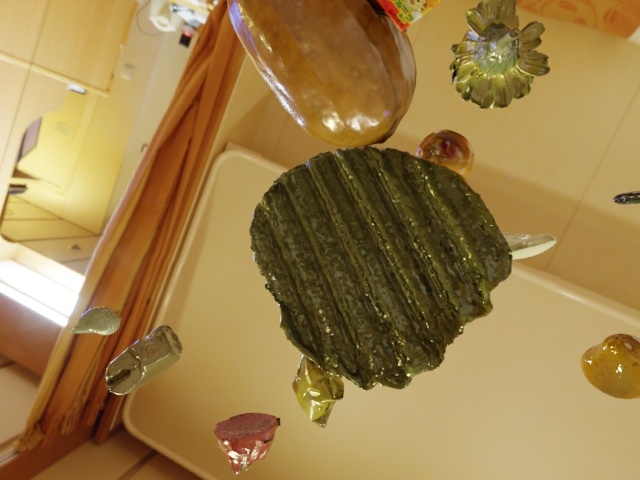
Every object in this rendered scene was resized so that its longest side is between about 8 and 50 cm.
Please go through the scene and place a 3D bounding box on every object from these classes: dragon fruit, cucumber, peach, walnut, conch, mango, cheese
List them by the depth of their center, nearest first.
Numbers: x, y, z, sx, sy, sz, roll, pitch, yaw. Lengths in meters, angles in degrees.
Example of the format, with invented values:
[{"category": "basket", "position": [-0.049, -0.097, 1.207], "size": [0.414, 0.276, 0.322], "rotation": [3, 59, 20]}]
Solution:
[{"category": "walnut", "position": [-0.002, -0.279, 0.596], "size": [0.336, 0.209, 0.209], "rotation": [45, -179, -17]}, {"category": "mango", "position": [0.542, 0.227, 0.775], "size": [0.115, 0.090, 0.178], "rotation": [31, 157, 22]}, {"category": "conch", "position": [-0.438, 0.158, 0.848], "size": [0.086, 0.056, 0.076], "rotation": [12, 154, -32]}, {"category": "dragon fruit", "position": [-0.162, 0.470, 0.993], "size": [0.153, 0.110, 0.153], "rotation": [-4, -178, 0]}, {"category": "cucumber", "position": [0.737, -0.099, 0.994], "size": [0.032, 0.032, 0.133], "rotation": [20, 173, -17]}, {"category": "peach", "position": [0.307, -0.199, 1.053], "size": [0.138, 0.138, 0.138], "rotation": [22, -172, -3]}, {"category": "cheese", "position": [-0.457, 0.316, 1.129], "size": [0.091, 0.203, 0.175], "rotation": [48, 160, 12]}]

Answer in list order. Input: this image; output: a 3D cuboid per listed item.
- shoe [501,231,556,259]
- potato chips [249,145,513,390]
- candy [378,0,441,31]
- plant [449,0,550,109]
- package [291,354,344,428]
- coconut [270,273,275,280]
[{"category": "shoe", "position": [0.597, 0.005, 1.386], "size": [0.265, 0.110, 0.095], "rotation": [-20, 151, 20]}, {"category": "potato chips", "position": [0.067, 0.005, 0.676], "size": [0.070, 0.359, 0.428], "rotation": [40, -160, -56]}, {"category": "candy", "position": [0.114, -0.285, 0.463], "size": [0.062, 0.038, 0.122], "rotation": [45, 156, -17]}, {"category": "plant", "position": [0.484, -0.527, 1.246], "size": [0.297, 0.261, 0.305], "rotation": [-38, -81, -44]}, {"category": "package", "position": [-0.011, 0.368, 1.101], "size": [0.090, 0.226, 0.168], "rotation": [-16, -124, -31]}, {"category": "coconut", "position": [0.000, 0.000, 1.165], "size": [0.324, 0.322, 0.323], "rotation": [22, -172, -3]}]
